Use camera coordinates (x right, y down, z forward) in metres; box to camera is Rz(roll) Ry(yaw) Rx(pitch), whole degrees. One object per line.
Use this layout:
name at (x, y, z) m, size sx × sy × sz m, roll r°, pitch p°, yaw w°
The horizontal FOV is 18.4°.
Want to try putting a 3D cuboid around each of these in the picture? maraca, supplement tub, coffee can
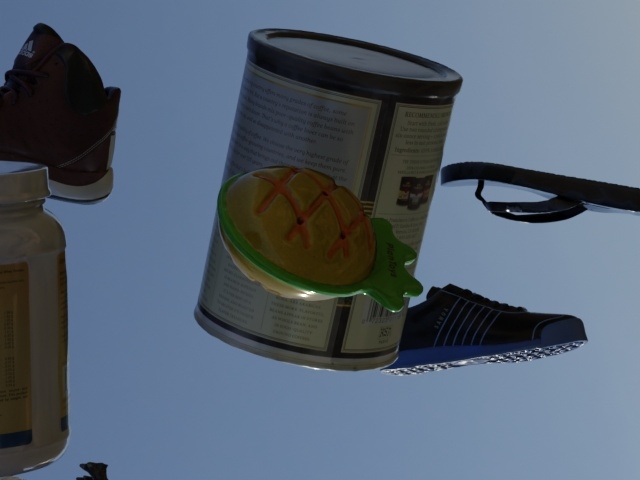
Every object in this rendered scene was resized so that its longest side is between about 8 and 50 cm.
maraca at (0.000, 0.000, 1.595) m, size 0.185 × 0.099 × 0.127 m, roll 19°, pitch -139°, yaw -22°
supplement tub at (-0.241, 0.050, 1.325) m, size 0.144 × 0.144 × 0.200 m, roll -29°, pitch -61°, yaw -76°
coffee can at (0.004, -0.041, 1.836) m, size 0.201 × 0.201 × 0.275 m, roll -46°, pitch -31°, yaw -74°

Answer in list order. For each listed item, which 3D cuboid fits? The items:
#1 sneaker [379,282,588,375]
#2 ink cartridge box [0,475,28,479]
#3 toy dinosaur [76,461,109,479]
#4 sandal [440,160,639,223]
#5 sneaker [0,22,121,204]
sneaker at (0.170, 0.089, 2.138) m, size 0.081 × 0.232 × 0.090 m, roll 40°, pitch -136°, yaw -73°
ink cartridge box at (-0.258, 0.296, 1.272) m, size 0.119 × 0.207 × 0.353 m, roll 126°, pitch 159°, yaw -63°
toy dinosaur at (-0.217, 0.345, 2.233) m, size 0.313 × 0.121 × 0.160 m, roll 15°, pitch -113°, yaw -20°
sandal at (0.241, -0.042, 2.067) m, size 0.097 × 0.254 × 0.054 m, roll 11°, pitch -90°, yaw -68°
sneaker at (-0.319, -0.137, 1.889) m, size 0.281 × 0.162 × 0.106 m, roll 10°, pitch -172°, yaw -29°
